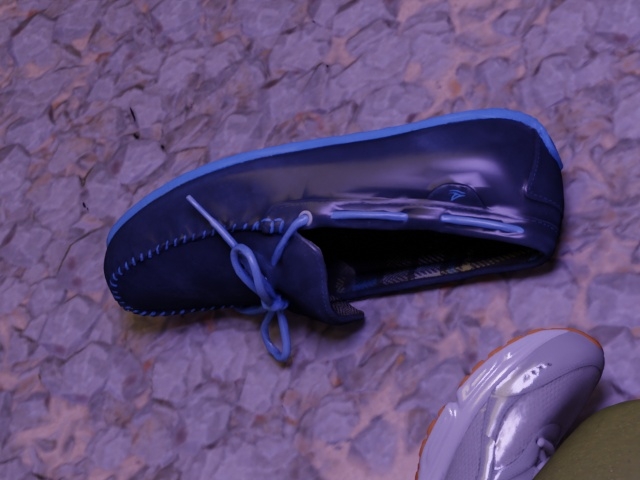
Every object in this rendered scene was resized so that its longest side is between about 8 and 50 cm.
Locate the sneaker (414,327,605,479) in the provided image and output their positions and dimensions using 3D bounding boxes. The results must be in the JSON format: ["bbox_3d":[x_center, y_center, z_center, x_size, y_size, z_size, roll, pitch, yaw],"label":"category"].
[{"bbox_3d":[0.108,0.178,1.160,0.121,0.099,0.262,37,89,34],"label":"sneaker"}]

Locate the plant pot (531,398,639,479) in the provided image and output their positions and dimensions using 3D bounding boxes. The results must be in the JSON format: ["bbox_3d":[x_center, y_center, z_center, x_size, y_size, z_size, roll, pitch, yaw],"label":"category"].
[{"bbox_3d":[0.165,0.235,0.989,0.274,0.275,0.293,-6,41,27],"label":"plant pot"}]

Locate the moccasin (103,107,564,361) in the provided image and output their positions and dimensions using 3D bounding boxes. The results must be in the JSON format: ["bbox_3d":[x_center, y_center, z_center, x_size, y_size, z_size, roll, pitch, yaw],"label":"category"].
[{"bbox_3d":[0.000,0.000,1.308,0.342,0.138,0.117,-17,56,21],"label":"moccasin"}]
